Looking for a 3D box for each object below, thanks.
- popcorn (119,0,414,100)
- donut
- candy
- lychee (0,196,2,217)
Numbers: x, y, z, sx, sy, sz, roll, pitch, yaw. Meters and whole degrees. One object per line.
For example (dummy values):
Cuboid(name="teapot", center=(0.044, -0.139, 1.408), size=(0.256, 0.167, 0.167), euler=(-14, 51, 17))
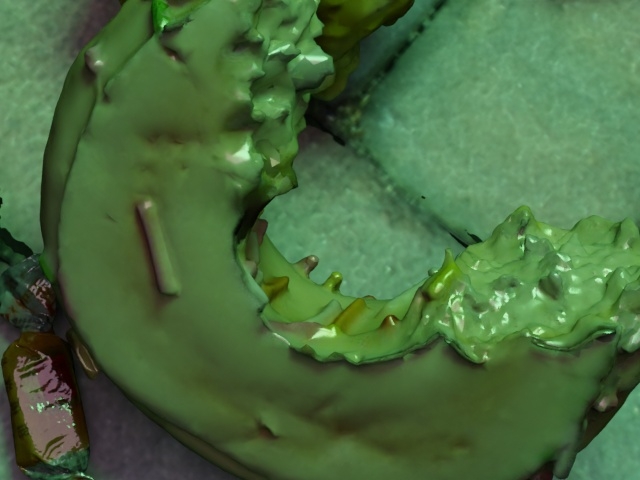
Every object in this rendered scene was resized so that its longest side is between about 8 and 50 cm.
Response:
Cuboid(name="popcorn", center=(-0.028, -0.218, 1.002), size=(0.249, 0.249, 0.225), euler=(27, 37, 5))
Cuboid(name="donut", center=(0.002, 0.009, 0.907), size=(0.371, 0.307, 0.150), euler=(40, 30, -8))
Cuboid(name="candy", center=(-0.178, 0.101, 0.981), size=(0.053, 0.046, 0.182), euler=(-11, 78, -11))
Cuboid(name="lychee", center=(-0.289, -0.020, 0.958), size=(0.171, 0.171, 0.171), euler=(1, 72, -4))
